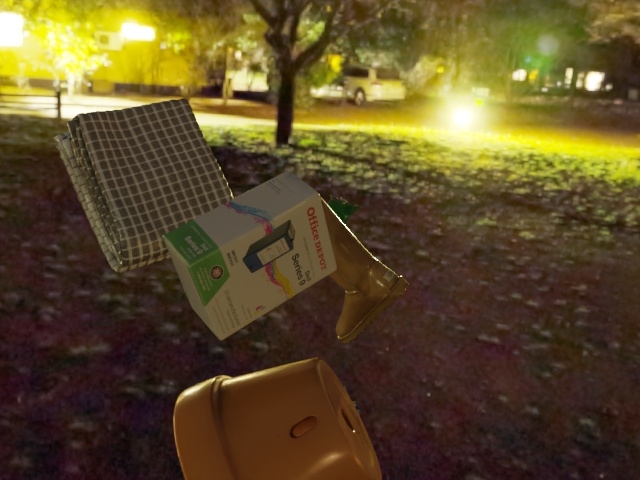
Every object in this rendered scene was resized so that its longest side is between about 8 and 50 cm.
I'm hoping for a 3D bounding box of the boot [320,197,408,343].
[{"bbox_3d":[0.023,0.060,1.435,0.269,0.236,0.089,42,36,2],"label":"boot"}]

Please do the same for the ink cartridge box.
[{"bbox_3d":[-0.095,0.019,0.997,0.212,0.154,0.093,-31,43,-21],"label":"ink cartridge box"}]

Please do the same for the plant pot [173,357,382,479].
[{"bbox_3d":[-0.047,0.299,0.989,0.204,0.290,0.291,-29,14,4],"label":"plant pot"}]

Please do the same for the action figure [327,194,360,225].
[{"bbox_3d":[0.000,0.000,1.713,0.063,0.232,0.137,36,13,34],"label":"action figure"}]

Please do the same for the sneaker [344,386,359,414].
[{"bbox_3d":[0.058,0.369,1.434,0.144,0.059,0.053,57,5,24],"label":"sneaker"}]

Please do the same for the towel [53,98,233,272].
[{"bbox_3d":[-0.298,-0.109,1.214,0.235,0.283,0.121,-21,-5,-32],"label":"towel"}]
